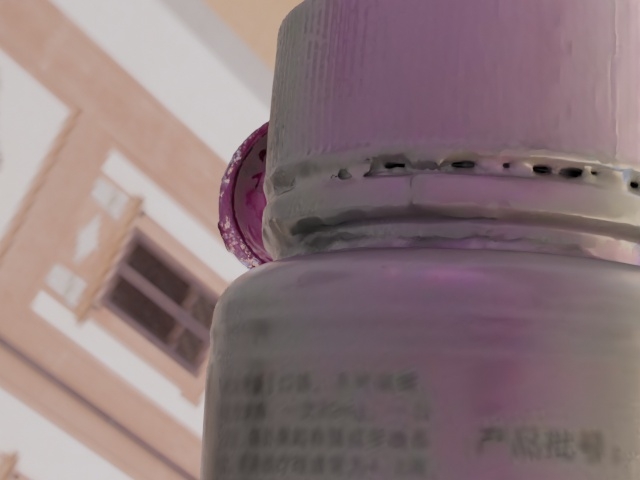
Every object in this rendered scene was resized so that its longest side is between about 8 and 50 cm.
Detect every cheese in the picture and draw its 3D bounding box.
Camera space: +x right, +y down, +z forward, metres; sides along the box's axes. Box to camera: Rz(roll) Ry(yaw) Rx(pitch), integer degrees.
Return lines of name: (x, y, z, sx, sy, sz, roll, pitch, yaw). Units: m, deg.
cheese: (0.000, 0.000, 1.117, 0.155, 0.244, 0.062, -7, -155, -7)

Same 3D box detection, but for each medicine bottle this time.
medicine bottle: (0.072, 0.057, 0.702, 0.256, 0.256, 0.325, -9, -105, 44)
